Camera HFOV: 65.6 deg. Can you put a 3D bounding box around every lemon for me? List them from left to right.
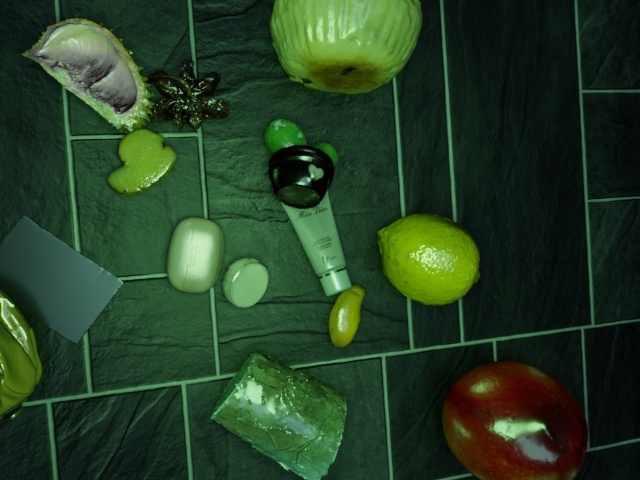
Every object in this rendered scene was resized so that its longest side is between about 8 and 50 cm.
[{"bbox_3d":[0.299,0.048,1.389,0.310,0.253,0.254,27,84,4],"label":"lemon"}]

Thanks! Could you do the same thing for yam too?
[{"bbox_3d":[-0.099,0.464,1.320,0.348,0.241,0.241,33,83,-10],"label":"yam"}]

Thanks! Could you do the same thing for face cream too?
[{"bbox_3d":[0.000,0.000,1.407,0.143,0.089,0.315,-19,83,-12],"label":"face cream"}]

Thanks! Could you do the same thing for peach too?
[{"bbox_3d":[0.549,0.525,1.394,0.387,0.388,0.389,0,91,-13],"label":"peach"}]

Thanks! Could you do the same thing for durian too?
[{"bbox_3d":[-0.541,-0.414,1.236,0.341,0.112,0.191,37,79,0],"label":"durian"}]

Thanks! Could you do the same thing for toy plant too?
[{"bbox_3d":[-0.057,-0.211,1.345,0.217,0.175,0.235,19,54,-20],"label":"toy plant"}]

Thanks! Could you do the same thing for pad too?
[{"bbox_3d":[-0.693,0.102,1.273,0.299,0.005,0.202,37,82,-11],"label":"pad"}]

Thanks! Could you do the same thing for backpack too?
[{"bbox_3d":[-0.855,0.269,1.138,0.353,0.201,0.378,-26,100,-16],"label":"backpack"}]

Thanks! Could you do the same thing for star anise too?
[{"bbox_3d":[-0.350,-0.371,1.290,0.220,0.126,0.190,-24,100,-15],"label":"star anise"}]

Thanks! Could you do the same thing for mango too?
[{"bbox_3d":[0.074,0.215,1.423,0.098,0.075,0.190,23,81,-28],"label":"mango"}]

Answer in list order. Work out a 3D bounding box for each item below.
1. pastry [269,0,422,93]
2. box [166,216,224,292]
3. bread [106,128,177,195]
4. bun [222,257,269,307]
[{"bbox_3d":[0.059,-0.561,1.260,0.388,0.388,0.313,5,87,-14],"label":"pastry"},{"bbox_3d":[-0.331,0.039,1.316,0.145,0.088,0.201,9,88,-13],"label":"box"},{"bbox_3d":[-0.473,-0.201,1.297,0.187,0.065,0.149,-41,89,-7],"label":"bread"},{"bbox_3d":[-0.214,0.107,1.348,0.138,0.094,0.138,-20,119,-40],"label":"bun"}]
